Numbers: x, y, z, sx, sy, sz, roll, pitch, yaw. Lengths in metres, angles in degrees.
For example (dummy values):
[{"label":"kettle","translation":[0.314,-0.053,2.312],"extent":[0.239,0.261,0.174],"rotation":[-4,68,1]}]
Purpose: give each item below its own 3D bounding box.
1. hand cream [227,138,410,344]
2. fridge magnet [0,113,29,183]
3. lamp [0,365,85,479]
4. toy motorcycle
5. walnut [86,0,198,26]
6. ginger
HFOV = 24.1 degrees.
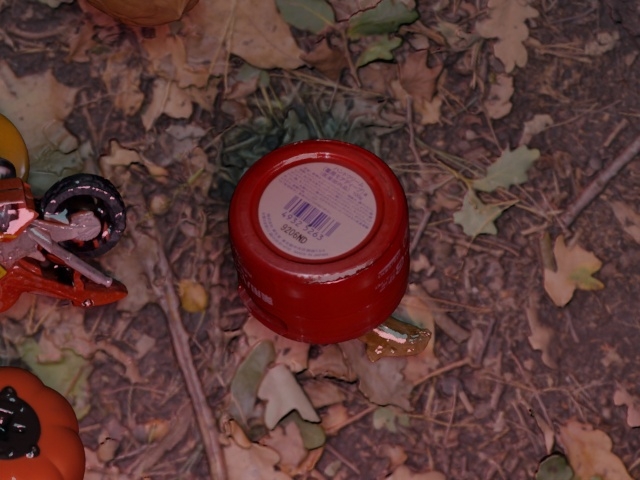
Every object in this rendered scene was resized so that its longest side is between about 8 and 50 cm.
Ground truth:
[{"label":"hand cream","translation":[0.000,0.000,1.560],"extent":[0.193,0.125,0.193],"rotation":[-2,55,3]},{"label":"fridge magnet","translation":[-0.378,-0.079,1.575],"extent":[0.143,0.063,0.143],"rotation":[4,72,-11]},{"label":"lamp","translation":[-0.323,0.218,1.442],"extent":[0.187,0.164,0.188],"rotation":[16,48,-18]},{"label":"toy motorcycle","translation":[-0.343,0.011,1.512],"extent":[0.298,0.171,0.089],"rotation":[-5,29,-15]},{"label":"walnut","translation":[-0.203,-0.315,1.639],"extent":[0.155,0.155,0.184],"rotation":[-30,82,-18]},{"label":"ginger","translation":[0.051,0.087,1.614],"extent":[0.137,0.044,0.057],"rotation":[34,52,0]}]
